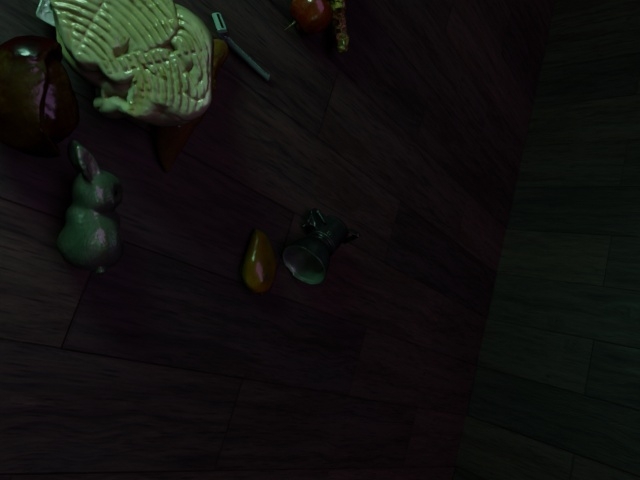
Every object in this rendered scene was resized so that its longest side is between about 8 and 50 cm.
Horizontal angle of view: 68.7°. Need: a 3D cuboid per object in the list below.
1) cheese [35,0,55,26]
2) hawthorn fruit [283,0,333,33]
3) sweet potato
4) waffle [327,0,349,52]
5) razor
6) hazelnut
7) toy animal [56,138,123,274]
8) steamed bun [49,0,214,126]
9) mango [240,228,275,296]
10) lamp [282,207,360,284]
[{"bbox_3d":[-0.488,-0.533,0.899,0.127,0.050,0.256,25,76,-45],"label":"cheese"},{"bbox_3d":[-0.027,-0.642,1.318,0.140,0.125,0.125,-56,130,-27],"label":"hawthorn fruit"},{"bbox_3d":[-0.299,-0.331,1.082,0.106,0.095,0.355,101,9,-79],"label":"sweet potato"},{"bbox_3d":[0.053,-0.664,1.380,0.194,0.051,0.149,82,-10,-71],"label":"waffle"},{"bbox_3d":[-0.203,-0.486,1.210,0.211,0.035,0.084,40,23,-50],"label":"razor"},{"bbox_3d":[-0.503,-0.255,0.822,0.160,0.170,0.202,19,105,-47],"label":"hazelnut"},{"bbox_3d":[-0.437,-0.068,0.911,0.125,0.127,0.251,-55,161,-65],"label":"toy animal"},{"bbox_3d":[-0.360,-0.370,0.933,0.288,0.203,0.276,2,100,-13],"label":"steamed bun"},{"bbox_3d":[-0.167,0.063,1.293,0.101,0.066,0.188,10,79,-47],"label":"mango"},{"bbox_3d":[0.000,0.000,1.421,0.172,0.147,0.227,48,49,-11],"label":"lamp"}]
